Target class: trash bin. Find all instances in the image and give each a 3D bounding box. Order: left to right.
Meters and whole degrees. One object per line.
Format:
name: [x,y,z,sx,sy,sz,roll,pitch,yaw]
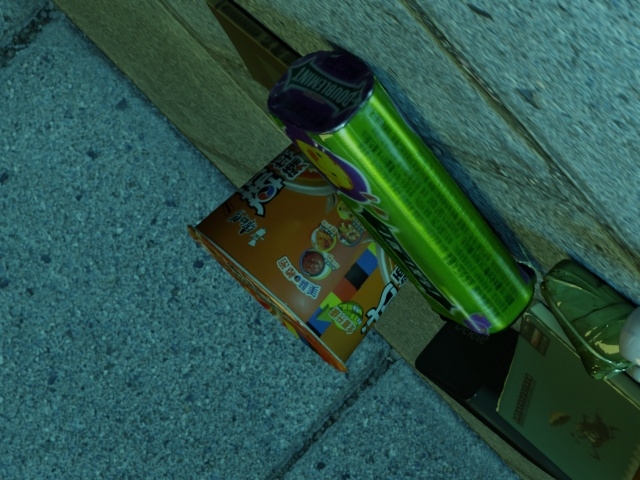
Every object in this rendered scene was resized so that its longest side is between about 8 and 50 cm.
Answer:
trash bin: [0.263,0.211,2.539,0.225,0.115,0.165,42,174,-27]

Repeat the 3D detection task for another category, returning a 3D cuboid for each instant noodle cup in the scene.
instant noodle cup: [0.000,0.000,2.177,0.250,0.192,0.250,42,174,5]

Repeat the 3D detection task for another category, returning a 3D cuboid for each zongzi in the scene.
zongzi: [0.258,0.046,1.768,0.154,0.062,0.130,58,154,5]

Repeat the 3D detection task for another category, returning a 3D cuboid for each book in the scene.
book: [0.008,-0.144,2.126,0.310,0.021,0.217,41,174,23]
book: [0.362,0.253,2.176,0.379,0.031,0.264,41,154,21]

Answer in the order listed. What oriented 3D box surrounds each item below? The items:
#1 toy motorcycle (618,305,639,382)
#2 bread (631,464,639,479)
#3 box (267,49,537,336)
toy motorcycle: [0.336,0.116,1.491,0.112,0.112,0.254,47,172,-33]
bread: [0.419,0.303,1.809,0.312,0.172,0.312,45,173,7]
box: [0.089,-0.043,1.922,0.134,0.097,0.345,27,163,51]
